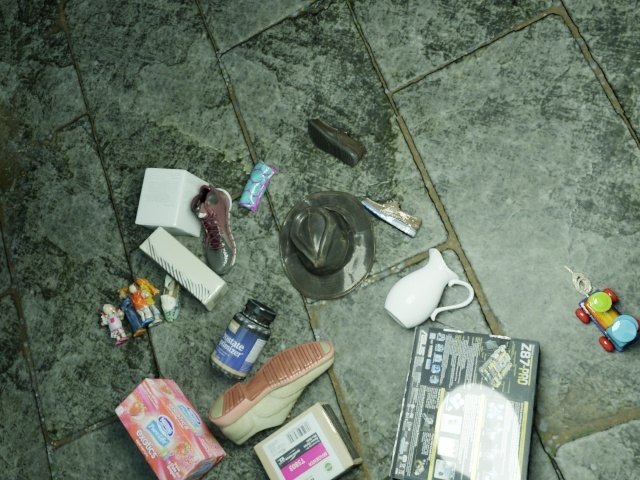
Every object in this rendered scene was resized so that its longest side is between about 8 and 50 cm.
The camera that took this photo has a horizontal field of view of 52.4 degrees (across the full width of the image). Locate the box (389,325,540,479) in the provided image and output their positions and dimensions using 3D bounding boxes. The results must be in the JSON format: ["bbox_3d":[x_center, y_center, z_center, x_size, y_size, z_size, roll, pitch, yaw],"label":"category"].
[{"bbox_3d":[0.364,0.424,1.617,0.318,0.097,0.395,3,64,23],"label":"box"}]

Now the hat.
[{"bbox_3d":[0.000,0.000,1.872,0.331,0.134,0.331,-4,77,19],"label":"hat"}]

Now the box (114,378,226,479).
[{"bbox_3d":[-0.437,0.561,1.905,0.142,0.154,0.300,-45,66,6],"label":"box"}]

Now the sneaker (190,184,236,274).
[{"bbox_3d":[-0.343,-0.039,1.991,0.106,0.162,0.281,-12,74,18],"label":"sneaker"}]

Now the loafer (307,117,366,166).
[{"bbox_3d":[0.050,-0.301,1.958,0.078,0.080,0.220,-37,63,-26],"label":"loafer"}]

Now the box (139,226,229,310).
[{"bbox_3d":[-0.412,0.087,1.980,0.275,0.113,0.094,38,75,12],"label":"box"}]

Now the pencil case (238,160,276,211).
[{"bbox_3d":[-0.194,-0.168,2.016,0.070,0.064,0.151,25,88,40],"label":"pencil case"}]

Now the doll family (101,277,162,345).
[{"bbox_3d":[-0.587,0.212,2.068,0.263,0.118,0.163,-34,75,35],"label":"doll family"}]

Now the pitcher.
[{"bbox_3d":[0.290,0.152,1.745,0.178,0.125,0.207,43,83,13],"label":"pitcher"}]

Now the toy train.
[{"bbox_3d":[0.671,0.150,1.582,0.105,0.143,0.248,-38,69,9],"label":"toy train"}]

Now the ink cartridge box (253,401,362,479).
[{"bbox_3d":[-0.035,0.586,1.784,0.235,0.088,0.193,-37,67,9],"label":"ink cartridge box"}]

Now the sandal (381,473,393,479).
[{"bbox_3d":[0.281,0.602,1.662,0.303,0.086,0.120,-27,57,12],"label":"sandal"}]

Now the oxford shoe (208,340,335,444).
[{"bbox_3d":[-0.116,0.427,1.846,0.397,0.140,0.146,-32,113,1],"label":"oxford shoe"}]

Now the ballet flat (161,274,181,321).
[{"bbox_3d":[-0.474,0.161,2.051,0.070,0.070,0.188,2,80,21],"label":"ballet flat"}]

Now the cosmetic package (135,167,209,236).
[{"bbox_3d":[-0.466,-0.118,2.060,0.151,0.151,0.183,5,79,22],"label":"cosmetic package"}]

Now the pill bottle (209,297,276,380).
[{"bbox_3d":[-0.221,0.286,1.898,0.123,0.123,0.219,30,90,23],"label":"pill bottle"}]

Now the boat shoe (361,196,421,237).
[{"bbox_3d":[0.204,-0.079,1.854,0.183,0.066,0.066,33,86,13],"label":"boat shoe"}]
